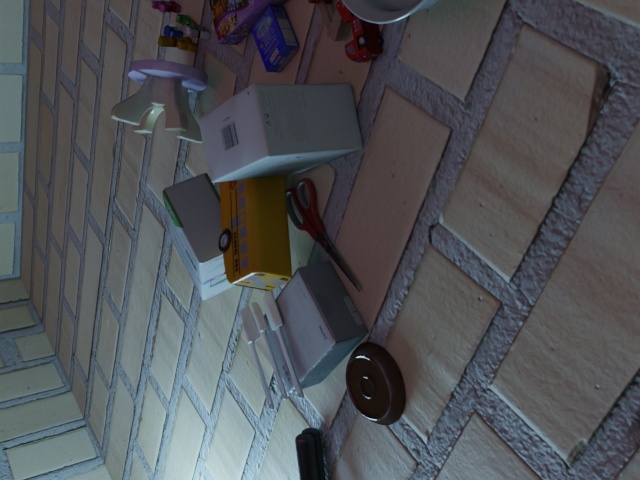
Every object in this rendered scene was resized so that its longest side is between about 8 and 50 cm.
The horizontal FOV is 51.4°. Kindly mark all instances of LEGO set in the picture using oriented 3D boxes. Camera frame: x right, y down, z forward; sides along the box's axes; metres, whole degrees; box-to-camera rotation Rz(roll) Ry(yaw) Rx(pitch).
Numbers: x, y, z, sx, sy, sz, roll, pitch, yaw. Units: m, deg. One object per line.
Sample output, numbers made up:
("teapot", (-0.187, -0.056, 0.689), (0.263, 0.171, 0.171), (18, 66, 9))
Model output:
("LEGO set", (-0.386, -0.550, 1.740), (0.227, 0.093, 0.087), (46, 131, 38))

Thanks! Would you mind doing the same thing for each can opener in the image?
("can opener", (0.002, 0.565, 1.498), (0.093, 0.074, 0.281), (-11, 90, 19))

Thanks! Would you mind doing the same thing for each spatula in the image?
("spatula", (-0.110, 0.244, 1.462), (0.168, 0.019, 0.242), (-35, 70, 46))

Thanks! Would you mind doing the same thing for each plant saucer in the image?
("plant saucer", (0.101, 0.289, 1.326), (0.168, 0.029, 0.169), (16, 110, 52))

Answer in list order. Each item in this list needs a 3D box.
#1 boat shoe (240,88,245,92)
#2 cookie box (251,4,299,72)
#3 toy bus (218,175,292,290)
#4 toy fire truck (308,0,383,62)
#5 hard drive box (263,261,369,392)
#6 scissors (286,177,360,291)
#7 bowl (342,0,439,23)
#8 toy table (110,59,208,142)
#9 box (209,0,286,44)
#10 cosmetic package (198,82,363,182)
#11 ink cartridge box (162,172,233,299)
("boat shoe", (-0.167, -0.284, 1.548), (0.045, 0.050, 0.136), (37, 136, 39))
("cookie box", (-0.097, -0.430, 1.425), (0.092, 0.040, 0.107), (-37, 68, 50))
("toy bus", (-0.144, -0.063, 1.430), (0.130, 0.108, 0.333), (-29, 58, 44))
("toy fire truck", (0.044, -0.415, 1.235), (0.135, 0.047, 0.192), (-13, 88, 54))
("hard drive box", (-0.023, 0.187, 1.417), (0.181, 0.089, 0.232), (62, 140, 24))
("scissors", (0.000, 0.000, 1.410), (0.109, 0.021, 0.297), (-46, 62, 44))
("bowl", (0.147, -0.481, 1.011), (0.297, 0.134, 0.298), (16, 111, 51))
("toy table", (-0.403, -0.357, 1.709), (0.274, 0.252, 0.161), (9, 87, 61))
("box", (-0.157, -0.583, 1.457), (0.293, 0.057, 0.201), (-18, 83, 53))
("cosmetic package", (-0.079, -0.207, 1.295), (0.224, 0.224, 0.138), (-13, 89, 54))
("ink cartridge box", (-0.280, -0.002, 1.606), (0.202, 0.117, 0.278), (60, 162, 16))
